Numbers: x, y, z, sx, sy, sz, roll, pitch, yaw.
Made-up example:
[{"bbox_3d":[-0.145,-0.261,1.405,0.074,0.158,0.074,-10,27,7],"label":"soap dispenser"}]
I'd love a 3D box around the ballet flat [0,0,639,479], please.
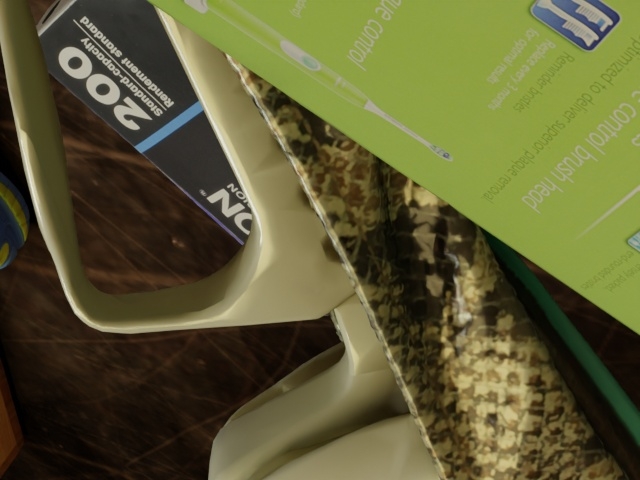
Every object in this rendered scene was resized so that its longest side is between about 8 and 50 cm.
[{"bbox_3d":[0.000,0.000,0.562,0.483,0.182,0.164,63,174,-20],"label":"ballet flat"}]

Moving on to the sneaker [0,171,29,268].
[{"bbox_3d":[-0.236,-0.052,0.857,0.078,0.067,0.188,3,139,28],"label":"sneaker"}]

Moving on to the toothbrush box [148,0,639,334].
[{"bbox_3d":[0.107,-0.098,0.387,0.283,0.206,0.122,35,154,-3],"label":"toothbrush box"}]

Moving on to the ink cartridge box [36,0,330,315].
[{"bbox_3d":[-0.037,-0.052,0.717,0.206,0.045,0.208,42,146,-15],"label":"ink cartridge box"}]

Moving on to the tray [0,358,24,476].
[{"bbox_3d":[-0.422,0.041,1.121,0.411,0.076,0.203,22,145,17],"label":"tray"}]
